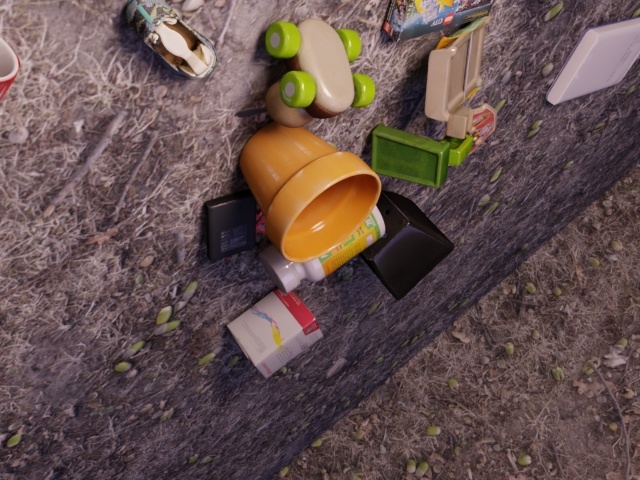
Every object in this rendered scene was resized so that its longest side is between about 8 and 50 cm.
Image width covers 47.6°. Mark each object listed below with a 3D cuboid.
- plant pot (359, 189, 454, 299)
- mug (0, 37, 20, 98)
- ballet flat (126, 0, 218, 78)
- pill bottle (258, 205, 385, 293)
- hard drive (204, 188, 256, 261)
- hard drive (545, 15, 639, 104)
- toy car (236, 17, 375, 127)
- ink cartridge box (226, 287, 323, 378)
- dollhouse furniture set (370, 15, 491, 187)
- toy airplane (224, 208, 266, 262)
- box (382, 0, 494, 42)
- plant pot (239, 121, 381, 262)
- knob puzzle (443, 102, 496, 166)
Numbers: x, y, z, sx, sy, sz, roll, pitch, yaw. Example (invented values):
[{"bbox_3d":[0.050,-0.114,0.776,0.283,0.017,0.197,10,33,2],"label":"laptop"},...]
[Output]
[{"bbox_3d":[0.162,-0.006,1.685,0.187,0.188,0.167,-45,143,9],"label":"plant pot"},{"bbox_3d":[-0.390,-0.137,0.764,0.150,0.113,0.169,0,137,-52],"label":"mug"},{"bbox_3d":[-0.179,-0.245,0.935,0.070,0.070,0.188,-45,155,9],"label":"ballet flat"},{"bbox_3d":[0.000,0.000,1.500,0.245,0.136,0.136,-35,154,-13],"label":"pill bottle"},{"bbox_3d":[-0.162,-0.028,1.324,0.094,0.022,0.135,-18,139,-23],"label":"hard drive"},{"bbox_3d":[0.735,-0.472,1.881,0.318,0.040,0.210,-21,149,-36],"label":"hard drive"},{"bbox_3d":[-0.041,-0.236,1.120,0.155,0.149,0.188,-9,169,-43],"label":"toy car"},{"bbox_3d":[-0.107,0.213,1.708,0.176,0.127,0.128,-37,155,-9],"label":"ink cartridge box"},{"bbox_3d":[0.213,-0.286,1.423,0.197,0.151,0.302,-46,146,-43],"label":"dollhouse furniture set"},{"bbox_3d":[-0.143,-0.019,1.392,0.151,0.028,0.151,-23,141,-20],"label":"toy airplane"},{"bbox_3d":[0.220,-0.433,1.213,0.233,0.044,0.159,-24,150,-32],"label":"box"},{"bbox_3d":[-0.034,-0.099,1.230,0.205,0.188,0.205,-31,153,-18],"label":"plant pot"},{"bbox_3d":[0.362,-0.245,1.738,0.213,0.030,0.213,-32,154,-18],"label":"knob puzzle"}]
